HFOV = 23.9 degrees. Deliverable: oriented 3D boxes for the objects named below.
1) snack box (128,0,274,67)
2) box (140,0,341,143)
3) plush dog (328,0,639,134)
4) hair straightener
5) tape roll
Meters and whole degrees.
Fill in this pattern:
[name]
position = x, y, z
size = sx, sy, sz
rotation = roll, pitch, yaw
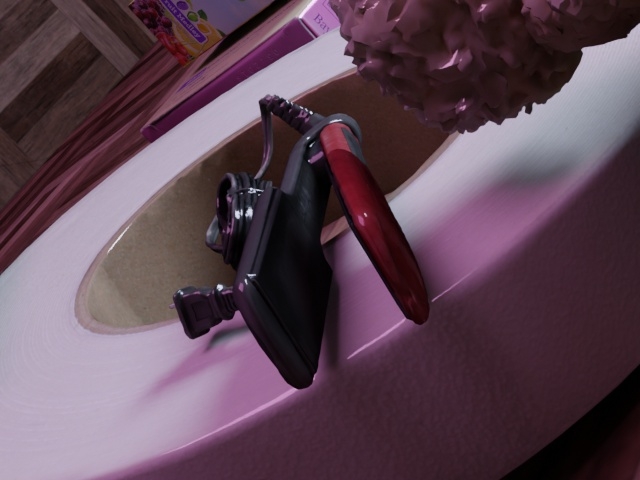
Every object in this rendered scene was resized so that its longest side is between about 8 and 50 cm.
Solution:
[snack box]
position = -0.023, -0.233, 1.091
size = 0.207, 0.070, 0.174
rotation = -25, 23, 50
[box]
position = 0.020, -0.148, 1.109
size = 0.213, 0.117, 0.243
rotation = -27, 22, 50
[plush dog]
position = 0.150, -0.113, 0.434
size = 0.262, 0.225, 0.210
rotation = -39, -19, -10
[hair straightener]
position = -0.021, -0.008, 0.533
size = 0.089, 0.047, 0.230
rotation = -31, 21, 6
[tape roll]
position = 0.000, 0.000, 0.658
size = 0.392, 0.072, 0.392
rotation = -29, 21, 12
